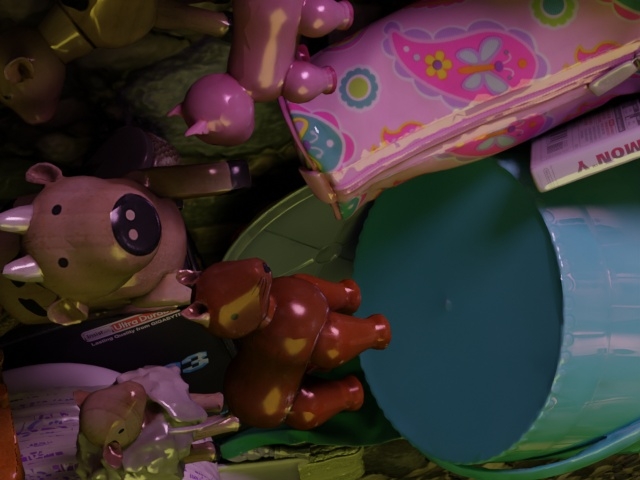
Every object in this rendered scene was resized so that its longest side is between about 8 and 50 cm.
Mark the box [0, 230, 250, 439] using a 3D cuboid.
[{"bbox_3d":[-0.217,0.127,1.059,0.295,0.073,0.293,-18,149,-1],"label":"box"}]

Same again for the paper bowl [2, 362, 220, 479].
[{"bbox_3d":[-0.225,0.208,0.971,0.284,0.148,0.284,-12,145,-8],"label":"paper bowl"}]

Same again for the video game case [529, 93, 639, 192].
[{"bbox_3d":[0.239,-0.102,0.836,0.183,0.201,0.023,-20,105,17],"label":"video game case"}]

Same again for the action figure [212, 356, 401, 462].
[{"bbox_3d":[-0.027,0.178,1.198,0.232,0.137,0.063,-17,130,15],"label":"action figure"}]

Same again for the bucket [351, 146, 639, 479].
[{"bbox_3d":[0.165,0.050,0.930,0.183,0.281,0.281,0,144,-35],"label":"bucket"}]

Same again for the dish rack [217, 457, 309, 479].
[{"bbox_3d":[-0.192,0.311,1.267,0.285,0.072,0.332,-31,157,36],"label":"dish rack"}]

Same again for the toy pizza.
[{"bbox_3d":[0.000,0.000,0.996,0.201,0.032,0.201,-23,149,-14],"label":"toy pizza"}]

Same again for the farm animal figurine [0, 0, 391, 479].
[{"bbox_3d":[-0.118,-0.028,0.676,0.172,0.330,0.327,-5,159,-32],"label":"farm animal figurine"}]

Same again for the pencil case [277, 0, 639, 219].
[{"bbox_3d":[0.113,-0.117,0.808,0.284,0.124,0.124,-22,148,7],"label":"pencil case"}]

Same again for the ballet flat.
[{"bbox_3d":[-0.195,0.007,0.885,0.250,0.084,0.058,-39,142,20],"label":"ballet flat"}]

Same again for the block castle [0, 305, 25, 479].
[{"bbox_3d":[-0.322,0.013,0.617,0.212,0.303,0.453,-15,147,-3],"label":"block castle"}]

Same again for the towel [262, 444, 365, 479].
[{"bbox_3d":[-0.017,0.282,1.431,0.148,0.027,0.110,-15,148,-6],"label":"towel"}]
